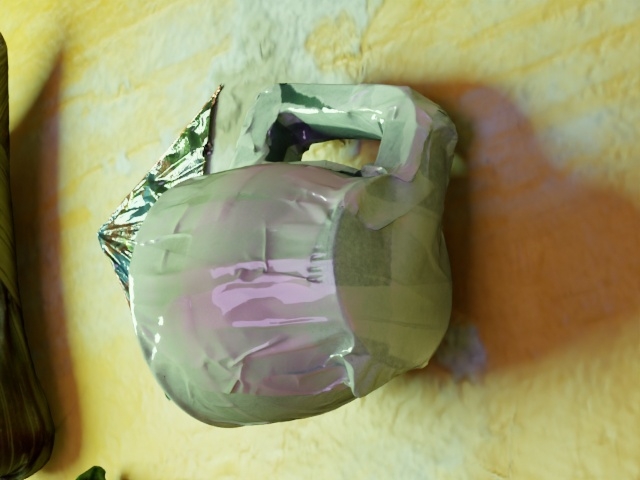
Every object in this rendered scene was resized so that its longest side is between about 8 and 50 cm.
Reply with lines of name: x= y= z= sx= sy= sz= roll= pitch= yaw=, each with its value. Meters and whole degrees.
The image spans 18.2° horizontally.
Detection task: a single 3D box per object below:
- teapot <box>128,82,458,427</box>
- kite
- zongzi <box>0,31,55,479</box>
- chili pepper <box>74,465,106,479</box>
teapot: x=0.006 y=0.013 z=1.245 sx=0.178 sy=0.221 sz=0.163 roll=-8 pitch=122 yaw=39
kite: x=-0.110 y=-0.001 z=1.452 sx=0.189 sy=0.009 sz=0.232 roll=11 pitch=97 yaw=48
zongzi: x=-0.270 y=0.020 z=1.557 sx=0.288 sy=0.134 sz=0.286 roll=-51 pitch=59 yaw=25
chili pepper: x=-0.202 y=0.293 z=1.497 sx=0.099 sy=0.083 sz=0.253 roll=32 pitch=107 yaw=43
